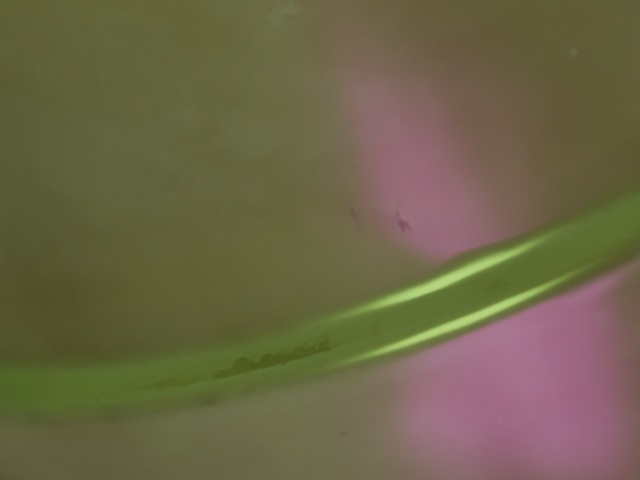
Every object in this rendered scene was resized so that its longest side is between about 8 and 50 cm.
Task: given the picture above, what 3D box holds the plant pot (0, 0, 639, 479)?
[{"bbox_3d":[-0.015,-0.112,0.465,0.323,0.323,0.280,-26,115,-2],"label":"plant pot"}]
